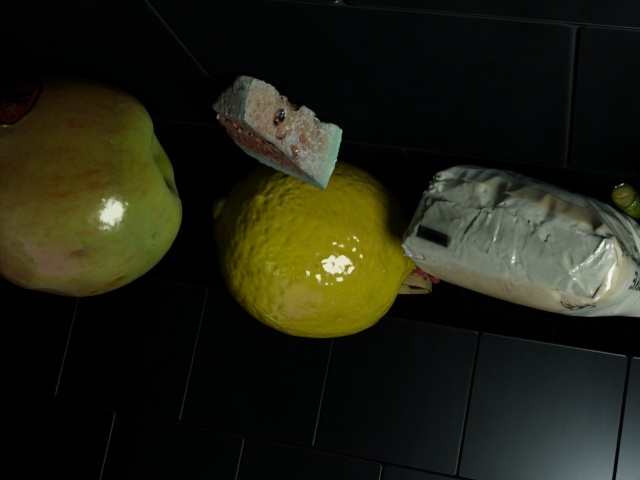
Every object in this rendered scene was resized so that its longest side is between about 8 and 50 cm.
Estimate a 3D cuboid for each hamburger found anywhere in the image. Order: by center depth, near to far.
[{"bbox_3d":[0.164,0.035,2.109,0.175,0.137,0.175,6,168,1],"label":"hamburger"}]

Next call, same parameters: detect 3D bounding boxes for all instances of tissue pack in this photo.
[{"bbox_3d":[0.357,0.010,1.615,0.390,0.195,0.375,18,-176,35],"label":"tissue pack"}]

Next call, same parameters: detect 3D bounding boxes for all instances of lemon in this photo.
[{"bbox_3d":[-0.011,0.011,1.722,0.336,0.336,0.336,11,169,2],"label":"lemon"}]

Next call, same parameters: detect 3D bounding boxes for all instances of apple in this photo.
[{"bbox_3d":[-0.371,-0.088,1.541,0.304,0.339,0.338,-7,167,5],"label":"apple"}]

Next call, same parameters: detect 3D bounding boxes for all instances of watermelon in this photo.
[{"bbox_3d":[-0.079,-0.171,1.493,0.154,0.095,0.241,17,171,24],"label":"watermelon"}]

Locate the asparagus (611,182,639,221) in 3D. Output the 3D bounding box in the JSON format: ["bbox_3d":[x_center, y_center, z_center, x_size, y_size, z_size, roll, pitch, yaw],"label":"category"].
[{"bbox_3d":[0.496,-0.048,1.614,0.045,0.041,0.178,13,172,28],"label":"asparagus"}]
